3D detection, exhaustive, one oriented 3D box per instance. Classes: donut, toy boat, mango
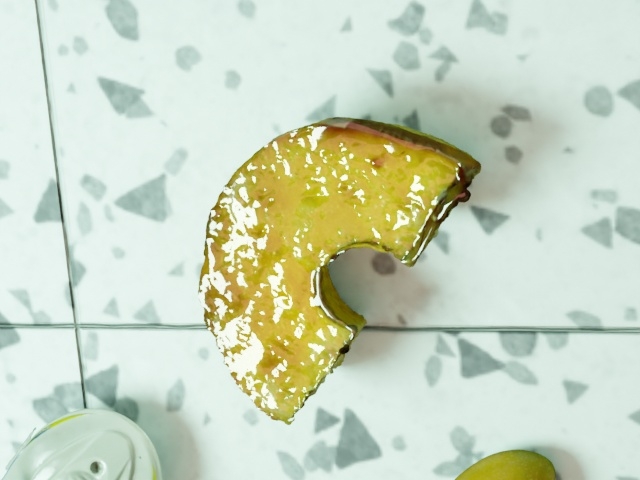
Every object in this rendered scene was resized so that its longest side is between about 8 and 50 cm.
[{"bbox_3d":[-0.001,-0.006,1.336,0.152,0.101,0.259,39,113,5],"label":"donut"},{"bbox_3d":[-0.236,0.259,1.470,0.141,0.141,0.269,38,126,5],"label":"toy boat"},{"bbox_3d":[0.126,0.248,1.377,0.102,0.085,0.184,19,104,11],"label":"mango"}]
